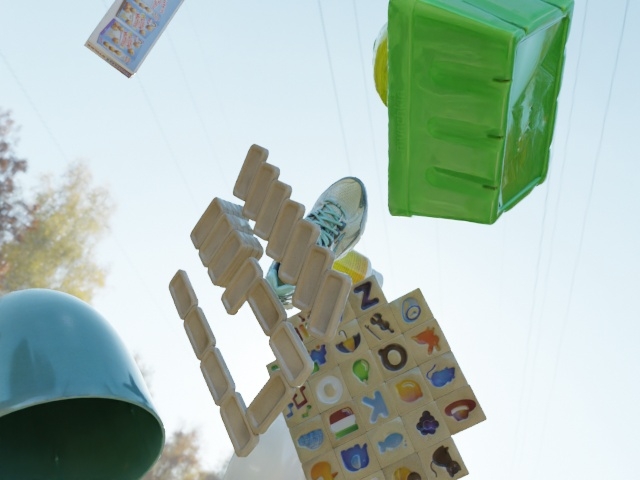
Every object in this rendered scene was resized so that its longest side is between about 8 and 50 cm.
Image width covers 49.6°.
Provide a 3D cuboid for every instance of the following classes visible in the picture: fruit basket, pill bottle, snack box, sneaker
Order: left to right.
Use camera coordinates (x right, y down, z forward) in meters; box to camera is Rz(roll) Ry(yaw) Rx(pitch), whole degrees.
[{"bbox_3d":[-0.206,-0.283,0.828,0.064,0.178,0.022,36,-20,-25],"label":"snack box"},{"bbox_3d":[0.000,0.000,1.235,0.110,0.283,0.122,32,-12,7],"label":"sneaker"},{"bbox_3d":[0.028,0.061,1.497,0.215,0.117,0.117,29,-34,-20],"label":"pill bottle"},{"bbox_3d":[0.176,-0.245,1.069,0.392,0.283,0.392,31,-42,32],"label":"fruit basket"}]

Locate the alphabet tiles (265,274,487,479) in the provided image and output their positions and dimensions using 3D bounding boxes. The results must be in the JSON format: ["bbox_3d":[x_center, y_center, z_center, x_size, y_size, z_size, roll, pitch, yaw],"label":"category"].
[{"bbox_3d":[0.075,0.232,1.069,0.285,0.343,0.011,-28,-29,7],"label":"alphabet tiles"}]

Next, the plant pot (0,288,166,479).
[{"bbox_3d":[-0.382,0.209,0.939,0.292,0.235,0.293,-17,-42,-16],"label":"plant pot"}]

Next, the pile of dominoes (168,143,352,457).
[{"bbox_3d":[-0.057,0.047,0.669,0.040,0.251,0.196,18,-63,-42],"label":"pile of dominoes"}]

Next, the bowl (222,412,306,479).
[{"bbox_3d":[-0.077,0.441,1.311,0.134,0.298,0.298,21,-35,13],"label":"bowl"}]
